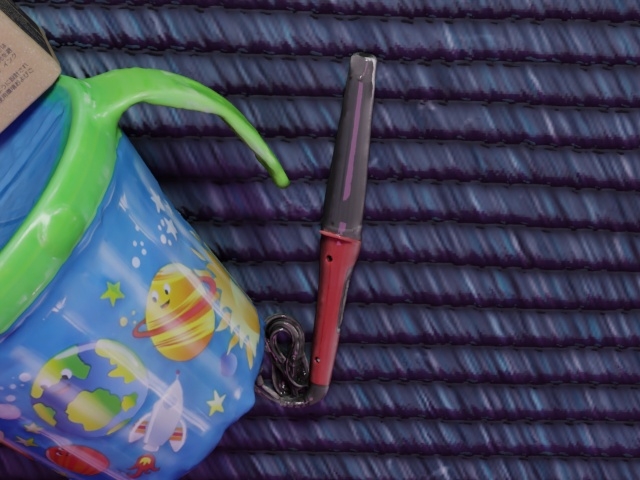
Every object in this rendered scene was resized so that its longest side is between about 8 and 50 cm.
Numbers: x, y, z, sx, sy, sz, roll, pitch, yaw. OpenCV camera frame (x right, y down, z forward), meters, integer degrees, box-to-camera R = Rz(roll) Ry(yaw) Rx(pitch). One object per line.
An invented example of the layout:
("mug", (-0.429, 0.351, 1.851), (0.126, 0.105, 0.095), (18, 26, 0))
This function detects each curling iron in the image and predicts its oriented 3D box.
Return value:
("curling iron", (0.000, 0.000, 1.274), (0.068, 0.035, 0.274), (12, 114, -8))

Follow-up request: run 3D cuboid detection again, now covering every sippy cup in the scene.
("sippy cup", (-0.162, 0.048, 1.201), (0.305, 0.240, 0.224), (-24, 127, 35))

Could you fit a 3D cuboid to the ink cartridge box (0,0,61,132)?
("ink cartridge box", (-0.316, -0.101, 1.156), (0.235, 0.088, 0.193), (-42, 119, 6))
